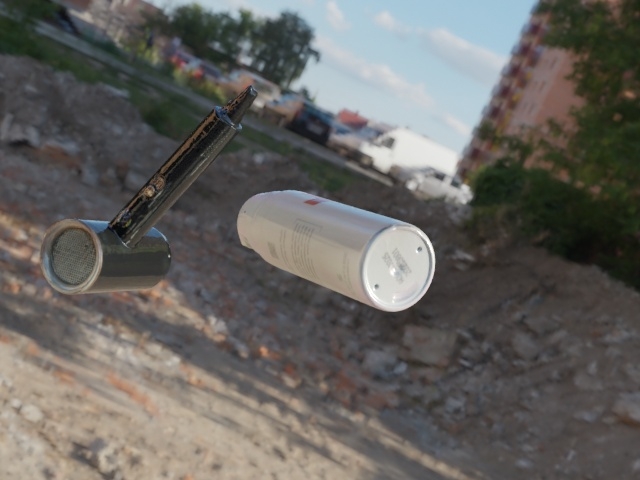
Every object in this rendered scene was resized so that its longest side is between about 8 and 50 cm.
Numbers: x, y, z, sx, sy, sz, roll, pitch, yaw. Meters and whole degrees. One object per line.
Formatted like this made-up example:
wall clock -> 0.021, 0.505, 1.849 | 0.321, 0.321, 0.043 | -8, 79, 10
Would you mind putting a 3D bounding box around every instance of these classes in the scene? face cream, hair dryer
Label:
face cream -> 0.000, 0.000, 1.226 | 0.102, 0.102, 0.345 | 22, 0, -31
hair dryer -> -0.136, -0.045, 0.964 | 0.070, 0.255, 0.128 | 52, 16, 17
